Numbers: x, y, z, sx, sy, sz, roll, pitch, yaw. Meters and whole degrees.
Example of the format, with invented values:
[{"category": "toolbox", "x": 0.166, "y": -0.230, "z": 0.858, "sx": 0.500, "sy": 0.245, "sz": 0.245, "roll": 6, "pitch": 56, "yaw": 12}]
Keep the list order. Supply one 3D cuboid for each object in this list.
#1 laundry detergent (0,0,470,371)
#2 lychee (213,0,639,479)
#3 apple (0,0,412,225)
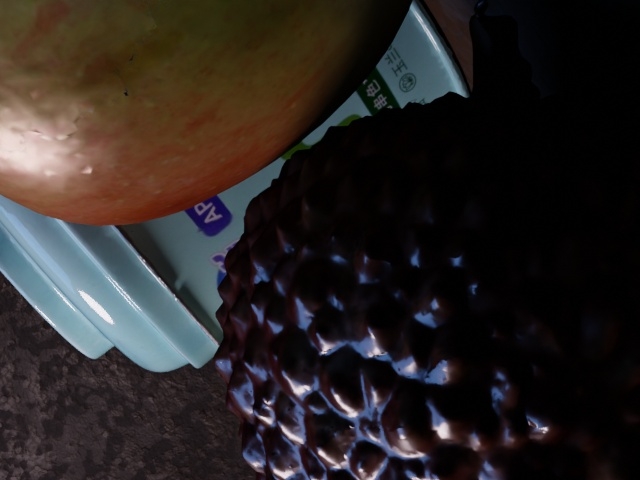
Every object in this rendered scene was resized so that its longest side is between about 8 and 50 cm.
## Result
[{"category": "laundry detergent", "x": -0.098, "y": -0.081, "z": 0.847, "sx": 0.287, "sy": 0.305, "sz": 0.287, "roll": 49, "pitch": 174, "yaw": 7}, {"category": "lychee", "x": 0.080, "y": 0.038, "z": 0.578, "sx": 0.264, "sy": 0.264, "sz": 0.300, "roll": -157, "pitch": 72, "yaw": -78}, {"category": "apple", "x": -0.110, "y": -0.162, "z": 0.562, "sx": 0.319, "sy": 0.277, "sz": 0.319, "roll": 48, "pitch": 175, "yaw": 5}]
